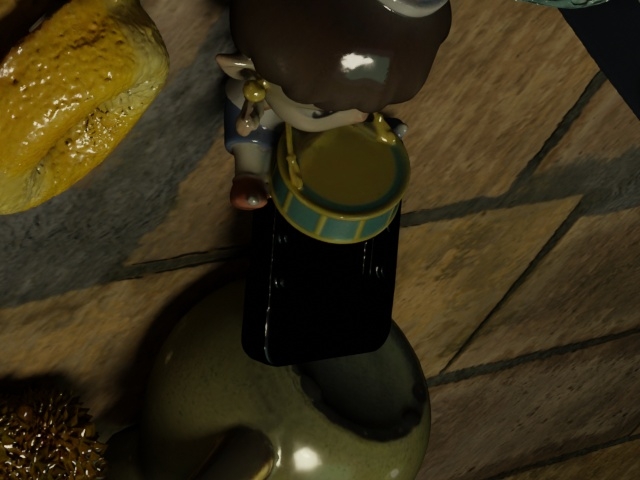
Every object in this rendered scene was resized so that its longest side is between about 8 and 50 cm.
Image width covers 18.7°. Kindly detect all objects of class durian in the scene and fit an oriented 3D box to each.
[{"bbox_3d":[-0.253,0.190,1.611,0.158,0.137,0.168,4,133,-21],"label":"durian"}]

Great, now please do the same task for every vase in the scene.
[{"bbox_3d":[-0.082,0.194,1.649,0.302,0.241,0.329,-41,-178,37],"label":"vase"}]

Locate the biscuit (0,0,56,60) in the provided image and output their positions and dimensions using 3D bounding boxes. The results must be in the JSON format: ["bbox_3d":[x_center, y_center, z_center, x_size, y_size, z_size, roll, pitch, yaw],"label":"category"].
[{"bbox_3d":[-0.250,-0.100,1.178,0.225,0.036,0.166,-45,154,27],"label":"biscuit"}]

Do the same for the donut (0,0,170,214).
[{"bbox_3d":[-0.163,-0.083,1.216,0.162,0.065,0.178,-38,174,-47],"label":"donut"}]

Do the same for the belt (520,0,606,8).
[{"bbox_3d":[0.175,-0.239,1.275,0.151,0.078,0.198,29,131,-14],"label":"belt"}]

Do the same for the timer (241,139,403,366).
[{"bbox_3d":[0.000,0.000,1.536,0.144,0.055,0.187,-5,104,-43],"label":"timer"}]

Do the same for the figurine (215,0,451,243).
[{"bbox_3d":[0.014,-0.123,1.289,0.161,0.158,0.275,-31,158,-24],"label":"figurine"}]

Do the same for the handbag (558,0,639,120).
[{"bbox_3d":[0.298,-0.204,1.336,0.118,0.269,0.326,-14,150,-30],"label":"handbag"}]
